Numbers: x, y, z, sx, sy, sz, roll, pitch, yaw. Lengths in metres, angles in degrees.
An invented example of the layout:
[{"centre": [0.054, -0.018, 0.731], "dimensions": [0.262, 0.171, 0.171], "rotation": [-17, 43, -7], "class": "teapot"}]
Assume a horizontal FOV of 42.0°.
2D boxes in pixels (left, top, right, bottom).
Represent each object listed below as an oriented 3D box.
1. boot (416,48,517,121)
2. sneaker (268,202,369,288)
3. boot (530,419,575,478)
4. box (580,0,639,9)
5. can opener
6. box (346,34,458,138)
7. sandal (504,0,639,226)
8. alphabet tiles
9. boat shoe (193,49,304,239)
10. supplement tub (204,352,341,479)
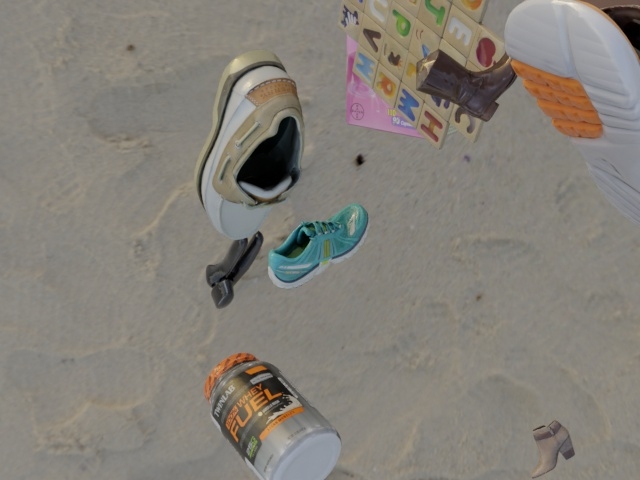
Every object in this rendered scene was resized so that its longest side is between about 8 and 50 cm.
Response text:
[{"centre": [0.177, -0.210, 1.005], "dimensions": [0.114, 0.037, 0.106], "rotation": [23, 97, -19], "class": "boot"}, {"centre": [0.000, 0.000, 1.832], "dimensions": [0.107, 0.275, 0.110], "rotation": [34, 150, 39], "class": "sneaker"}, {"centre": [0.474, 0.437, 1.761], "dimensions": [0.118, 0.042, 0.087], "rotation": [-34, 87, 5], "class": "boot"}, {"centre": [0.363, -0.241, 0.834], "dimensions": [0.167, 0.168, 0.203], "rotation": [23, 80, 29], "class": "box"}, {"centre": [-0.125, 0.035, 1.261], "dimensions": [0.073, 0.059, 0.186], "rotation": [61, 143, 18], "class": "can opener"}, {"centre": [0.167, -0.338, 1.627], "dimensions": [0.213, 0.117, 0.243], "rotation": [18, 117, 37], "class": "box"}, {"centre": [0.200, -0.084, 0.528], "dimensions": [0.076, 0.265, 0.102], "rotation": [-50, 48, 1], "class": "sandal"}, {"centre": [0.142, -0.311, 1.261], "dimensions": [0.342, 0.011, 0.285], "rotation": [48, 145, 30], "class": "alphabet tiles"}, {"centre": [-0.087, -0.088, 1.047], "dimensions": [0.113, 0.302, 0.103], "rotation": [-18, 58, -22], "class": "boat shoe"}, {"centre": [-0.070, 0.242, 1.118], "dimensions": [0.190, 0.117, 0.117], "rotation": [39, 109, 39], "class": "supplement tub"}]
